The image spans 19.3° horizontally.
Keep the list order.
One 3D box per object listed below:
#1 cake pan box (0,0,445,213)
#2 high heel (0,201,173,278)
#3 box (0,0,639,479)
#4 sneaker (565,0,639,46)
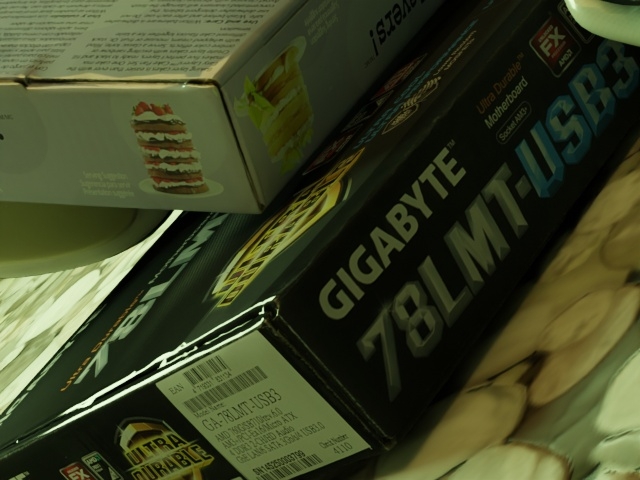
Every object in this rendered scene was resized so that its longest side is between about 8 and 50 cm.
[{"bbox_3d":[-0.086,-0.108,0.856,0.266,0.070,0.246,3,34,30],"label":"cake pan box"},{"bbox_3d":[-0.114,-0.060,0.980,0.261,0.093,0.186,-28,16,-2],"label":"high heel"},{"bbox_3d":[0.000,0.000,0.804,0.293,0.073,0.295,-26,19,52],"label":"box"},{"bbox_3d":[0.116,-0.164,0.689,0.127,0.126,0.321,-29,30,1],"label":"sneaker"}]
